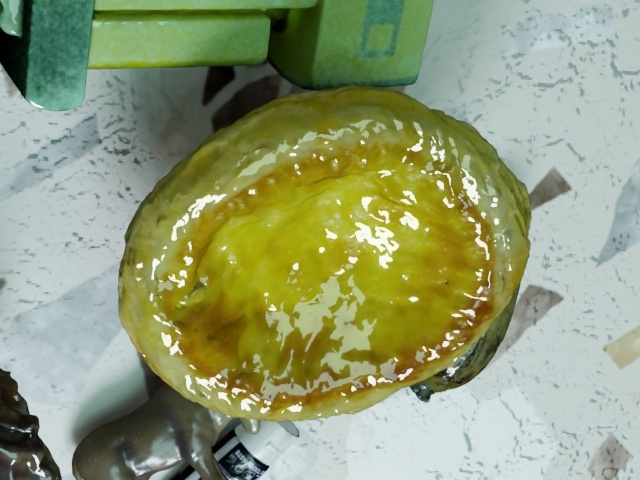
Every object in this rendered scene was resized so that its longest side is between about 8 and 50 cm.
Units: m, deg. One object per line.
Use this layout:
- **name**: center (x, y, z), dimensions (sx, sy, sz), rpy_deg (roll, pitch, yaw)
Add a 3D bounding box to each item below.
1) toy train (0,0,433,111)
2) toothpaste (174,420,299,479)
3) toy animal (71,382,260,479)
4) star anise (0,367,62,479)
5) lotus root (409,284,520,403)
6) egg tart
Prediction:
- **toy train**: center (-0.075, -0.226, 1.098), dimensions (0.397, 0.160, 0.253), rpy_deg (-5, 122, -28)
- **toothpaste**: center (-0.103, 0.219, 1.367), dimensions (0.193, 0.045, 0.071), rpy_deg (-46, 118, 6)
- **toy animal**: center (-0.108, 0.143, 1.288), dimensions (0.214, 0.094, 0.186), rpy_deg (-24, 98, 0)
- **star anise**: center (-0.294, 0.141, 1.099), dimensions (0.223, 0.236, 0.109), rpy_deg (-1, 115, -29)
- **lotus root**: center (0.125, 0.060, 1.387), dimensions (0.089, 0.080, 0.179), rpy_deg (28, 95, 6)
- **egg tart**: center (0.000, 0.000, 1.190), dimensions (0.319, 0.128, 0.319), rpy_deg (-8, 127, -11)
